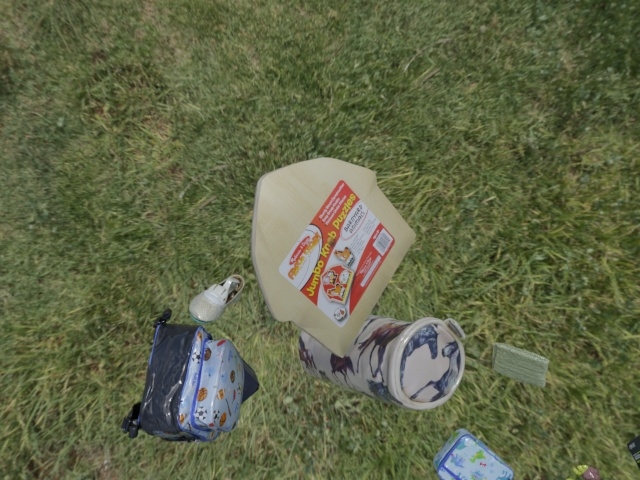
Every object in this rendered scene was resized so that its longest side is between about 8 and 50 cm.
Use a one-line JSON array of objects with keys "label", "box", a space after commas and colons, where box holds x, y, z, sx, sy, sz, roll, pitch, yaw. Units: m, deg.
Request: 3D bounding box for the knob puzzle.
[{"label": "knob puzzle", "box": [0.000, 0.000, 0.552, 0.213, 0.030, 0.213, -3, 95, -35]}]

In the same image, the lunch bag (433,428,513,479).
[{"label": "lunch bag", "box": [0.478, 0.724, 1.657, 0.219, 0.090, 0.176, 41, 89, 0]}]

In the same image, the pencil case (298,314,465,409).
[{"label": "pencil case", "box": [0.106, 0.217, 1.047, 0.160, 0.410, 0.184, 36, 71, -21]}]

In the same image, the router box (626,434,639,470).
[{"label": "router box", "box": [0.704, 0.444, 1.093, 0.038, 0.122, 0.092, -4, 49, -9]}]

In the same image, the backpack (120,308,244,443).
[{"label": "backpack", "box": [-0.285, 0.332, 1.196, 0.213, 0.263, 0.277, 8, 62, 5]}]

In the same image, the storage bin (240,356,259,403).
[{"label": "storage bin", "box": [-0.294, 0.456, 1.639, 0.180, 0.084, 0.122, -40, 111, -5]}]

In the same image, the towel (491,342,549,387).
[{"label": "towel", "box": [0.540, 0.336, 1.431, 0.148, 0.027, 0.110, 15, 128, 31]}]

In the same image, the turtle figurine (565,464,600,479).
[{"label": "turtle figurine", "box": [0.608, 0.621, 1.165, 0.087, 0.217, 0.270, -2, 129, 13]}]

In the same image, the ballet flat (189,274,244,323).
[{"label": "ballet flat", "box": [-0.176, 0.093, 0.911, 0.057, 0.168, 0.052, 29, 103, 3]}]
